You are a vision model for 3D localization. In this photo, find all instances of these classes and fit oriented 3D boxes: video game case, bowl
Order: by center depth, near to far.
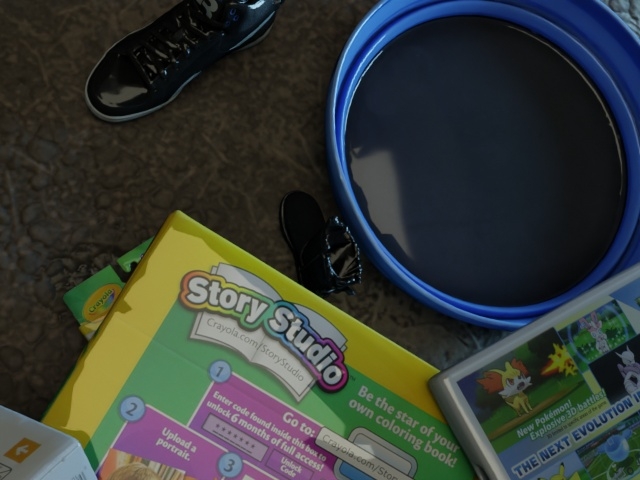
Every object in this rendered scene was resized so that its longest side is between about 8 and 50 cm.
[{"bbox_3d":[0.296,0.173,0.742,0.329,0.036,0.299,-25,80,-19],"label":"video game case"},{"bbox_3d":[0.188,-0.096,0.927,0.392,0.077,0.390,3,76,-14],"label":"bowl"}]

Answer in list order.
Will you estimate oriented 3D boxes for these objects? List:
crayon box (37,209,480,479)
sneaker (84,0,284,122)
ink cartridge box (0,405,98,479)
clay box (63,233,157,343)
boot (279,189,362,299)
[{"bbox_3d":[-0.049,0.203,0.728,0.363,0.106,0.313,32,73,-8],"label":"crayon box"},{"bbox_3d":[-0.130,-0.201,0.844,0.217,0.121,0.079,-37,88,-19],"label":"sneaker"},{"bbox_3d":[-0.340,0.162,0.618,0.176,0.371,0.069,-44,135,-40],"label":"ink cartridge box"},{"bbox_3d":[-0.120,0.110,0.810,0.127,0.053,0.222,-34,88,-18],"label":"clay box"},{"bbox_3d":[-0.001,0.000,0.843,0.045,0.099,0.121,-9,80,-18],"label":"boot"}]
